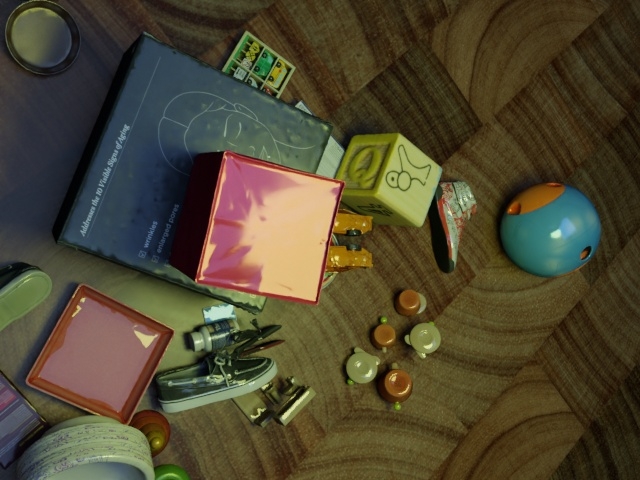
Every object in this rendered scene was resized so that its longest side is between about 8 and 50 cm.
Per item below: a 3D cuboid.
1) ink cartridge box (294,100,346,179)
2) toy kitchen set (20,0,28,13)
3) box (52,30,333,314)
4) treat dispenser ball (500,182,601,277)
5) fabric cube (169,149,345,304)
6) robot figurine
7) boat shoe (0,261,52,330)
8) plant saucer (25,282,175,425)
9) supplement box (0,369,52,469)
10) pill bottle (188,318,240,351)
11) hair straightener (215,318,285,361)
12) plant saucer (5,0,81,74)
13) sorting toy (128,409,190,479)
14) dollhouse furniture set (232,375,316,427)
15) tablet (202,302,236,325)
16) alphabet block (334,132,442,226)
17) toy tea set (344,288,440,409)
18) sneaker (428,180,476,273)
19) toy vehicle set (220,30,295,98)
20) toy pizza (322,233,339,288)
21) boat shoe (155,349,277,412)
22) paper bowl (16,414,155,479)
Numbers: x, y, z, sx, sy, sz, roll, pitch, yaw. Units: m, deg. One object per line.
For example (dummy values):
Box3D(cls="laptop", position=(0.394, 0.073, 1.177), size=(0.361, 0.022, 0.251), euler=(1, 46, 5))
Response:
Box3D(cls="ink cartridge box", position=(-0.059, -0.225, 1.962), size=(0.223, 0.045, 0.224), euler=(48, 69, -15))
Box3D(cls="toy kitchen set", position=(-0.654, -0.562, 1.688), size=(0.075, 0.068, 0.083), euler=(18, 80, -23))
Box3D(cls="box", position=(-0.300, -0.142, 1.677), size=(0.472, 0.297, 0.479), euler=(23, 86, -24))
Box3D(cls="treat dispenser ball", position=(0.686, -0.031, 2.168), size=(0.288, 0.288, 0.288), euler=(2, 86, -25))
Box3D(cls="fabric cube", position=(-0.135, -0.031, 1.461), size=(0.254, 0.258, 0.259), euler=(14, 89, -21))
Box3D(cls="robot figurine", position=(0.000, 0.000, 1.919), size=(0.291, 0.085, 0.211), euler=(4, 83, -24))
Box3D(cls="boat shoe", position=(-0.763, 0.151, 1.574), size=(0.340, 0.113, 0.127), euler=(-39, 140, -22))
Box3D(cls="plant saucer", position=(-0.517, 0.271, 1.716), size=(0.259, 0.048, 0.258), euler=(31, 75, -20))
Box3D(cls="supplement box", position=(-0.723, 0.370, 1.597), size=(0.130, 0.073, 0.239), euler=(-41, 103, -22))
Box3D(cls="pill bottle", position=(-0.267, 0.242, 1.824), size=(0.120, 0.067, 0.067), euler=(-13, 92, -26))
Box3D(cls="hair straightener", position=(-0.180, 0.243, 1.830), size=(0.230, 0.047, 0.089), euler=(-12, 93, -50))
Box3D(cls="plant saucer", position=(-0.648, -0.473, 1.688), size=(0.169, 0.029, 0.168), euler=(-10, 108, -32))
Box3D(cls="sorting toy", position=(-0.363, 0.587, 1.726), size=(0.127, 0.126, 0.365), euler=(-20, 95, -25))
Box3D(cls="dollhouse furniture set", position=(-0.127, 0.385, 1.836), size=(0.144, 0.151, 0.123), euler=(-43, 104, -23))
Box3D(cls="tablet", position=(-0.259, 0.192, 1.864), size=(0.083, 0.006, 0.054), euler=(-14, 93, -25))
Box3D(cls="alphabet block", position=(0.180, -0.162, 1.967), size=(0.197, 0.193, 0.192), euler=(32, 72, -37))
Box3D(cls="toy tea set", position=(0.220, 0.303, 2.048), size=(0.200, 0.124, 0.336), euler=(33, 75, 11))
Box3D(cls="sneaker", position=(0.403, -0.045, 2.146), size=(0.145, 0.090, 0.270), euler=(-11, 89, -23))
Box3D(cls="toy vehicle set", position=(-0.197, -0.397, 1.913), size=(0.166, 0.035, 0.266), euler=(32, 74, -20))
Box3D(cls="toy pizza", position=(-0.032, 0.042, 1.966), size=(0.201, 0.032, 0.201), euler=(2, 86, -26))
Box3D(cls="boat shoe", position=(-0.256, 0.328, 1.799), size=(0.306, 0.113, 0.104), euler=(-12, 107, -16))
Box3D(cls="paper bowl", position=(-0.519, 0.498, 1.601), size=(0.284, 0.148, 0.284), euler=(-13, 135, -13))
